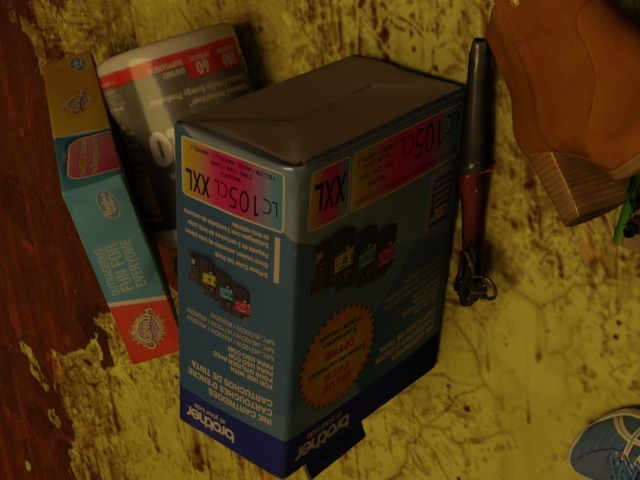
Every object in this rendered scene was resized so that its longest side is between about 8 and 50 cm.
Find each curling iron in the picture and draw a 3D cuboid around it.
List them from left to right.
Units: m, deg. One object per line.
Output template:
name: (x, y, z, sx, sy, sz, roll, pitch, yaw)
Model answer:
curling iron: (0.154, -0.059, 1.039, 0.068, 0.035, 0.274, -120, 28, -66)

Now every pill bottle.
pill bottle: (-0.132, -0.087, 1.215, 0.161, 0.161, 0.283, -7, 105, 46)

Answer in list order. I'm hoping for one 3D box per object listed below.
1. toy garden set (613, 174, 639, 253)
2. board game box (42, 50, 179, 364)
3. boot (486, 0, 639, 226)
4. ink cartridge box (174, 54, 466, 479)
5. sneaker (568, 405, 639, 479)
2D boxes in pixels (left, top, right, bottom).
toy garden set: (0.358, -0.031, 0.850, 0.244, 0.049, 0.203, 29, 128, 31)
board game box: (-0.244, -0.047, 1.257, 0.316, 0.064, 0.242, -117, 11, -54)
boot: (0.221, -0.147, 0.834, 0.211, 0.104, 0.295, 69, 158, 11)
ink cartridge box: (0.000, 0.045, 1.071, 0.151, 0.270, 0.395, 26, 126, 31)
sneaker: (0.314, 0.203, 0.985, 0.211, 0.081, 0.080, -8, 104, 46)
